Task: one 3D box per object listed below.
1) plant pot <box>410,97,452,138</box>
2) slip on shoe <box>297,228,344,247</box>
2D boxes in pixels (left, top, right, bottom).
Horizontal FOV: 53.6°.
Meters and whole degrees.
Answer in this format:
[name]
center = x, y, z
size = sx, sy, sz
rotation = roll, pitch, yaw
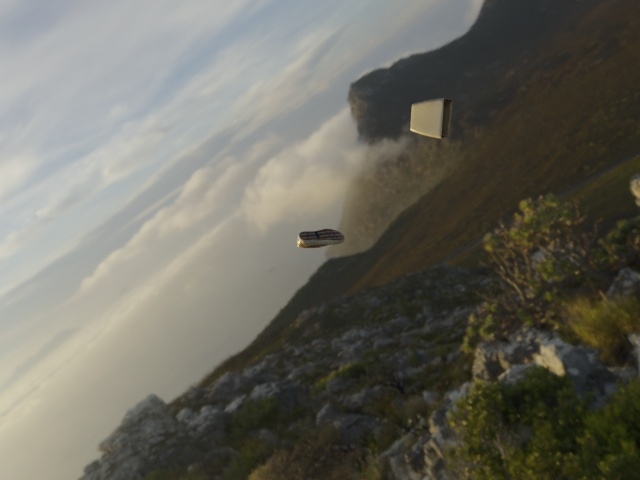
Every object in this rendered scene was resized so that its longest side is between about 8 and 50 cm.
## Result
[plant pot]
center = 0.313, -0.348, 1.799
size = 0.096, 0.109, 0.109
rotation = 7, 13, 24
[slip on shoe]
center = 0.000, 0.000, 1.765
size = 0.135, 0.051, 0.041
rotation = -5, -43, -22
